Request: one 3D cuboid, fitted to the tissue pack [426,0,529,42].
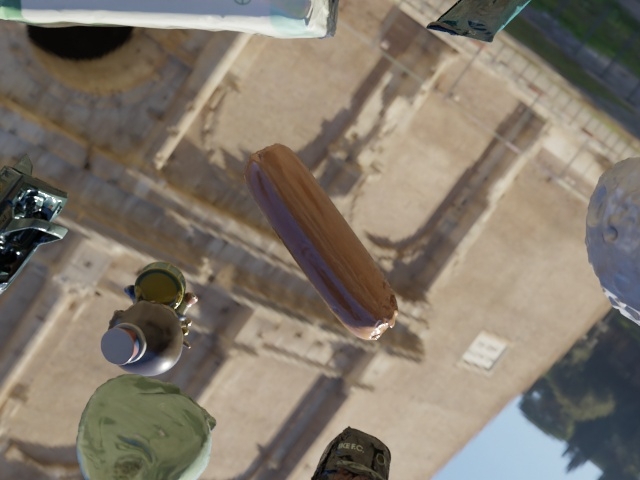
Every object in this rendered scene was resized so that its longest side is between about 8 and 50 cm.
[{"bbox_3d":[0.191,-0.271,1.241,0.085,0.138,0.028,17,139,33],"label":"tissue pack"}]

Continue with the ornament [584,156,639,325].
[{"bbox_3d":[0.592,0.002,1.714,0.337,0.337,0.337,35,-170,-7],"label":"ornament"}]

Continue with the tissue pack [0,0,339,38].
[{"bbox_3d":[-0.158,-0.350,1.129,0.356,0.266,0.194,5,-174,10],"label":"tissue pack"}]

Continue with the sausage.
[{"bbox_3d":[0.001,0.000,1.389,0.289,0.086,0.086,56,-168,4],"label":"sausage"}]

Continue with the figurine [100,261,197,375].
[{"bbox_3d":[-0.320,0.157,2.007,0.161,0.158,0.275,3,-157,-1],"label":"figurine"}]

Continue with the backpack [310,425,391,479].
[{"bbox_3d":[0.044,0.351,1.555,0.120,0.106,0.165,22,-127,-12],"label":"backpack"}]

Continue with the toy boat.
[{"bbox_3d":[-0.391,0.022,1.275,0.103,0.246,0.093,39,-176,27],"label":"toy boat"}]

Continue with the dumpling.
[{"bbox_3d":[-0.205,0.244,1.257,0.152,0.108,0.219,17,-157,15],"label":"dumpling"}]
